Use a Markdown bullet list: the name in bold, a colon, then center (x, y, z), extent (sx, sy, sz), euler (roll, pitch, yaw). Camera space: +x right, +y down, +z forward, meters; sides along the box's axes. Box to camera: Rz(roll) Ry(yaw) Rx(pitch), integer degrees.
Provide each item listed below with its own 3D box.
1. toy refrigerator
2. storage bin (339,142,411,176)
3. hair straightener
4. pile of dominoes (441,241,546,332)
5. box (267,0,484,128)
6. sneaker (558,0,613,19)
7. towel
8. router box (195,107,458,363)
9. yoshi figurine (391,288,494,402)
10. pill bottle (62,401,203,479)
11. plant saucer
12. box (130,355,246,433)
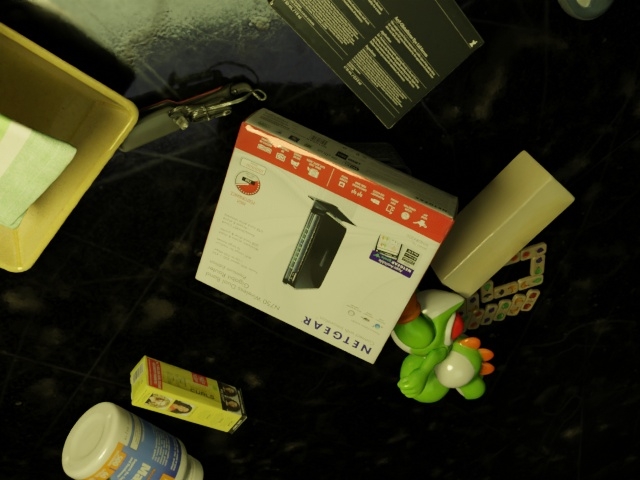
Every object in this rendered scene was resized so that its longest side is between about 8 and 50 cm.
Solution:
- **toy refrigerator**: center (0.329, -0.025, 1.157), extent (0.094, 0.102, 0.269), euler (31, 111, -34)
- **storage bin**: center (0.070, -0.069, 1.054), extent (0.122, 0.084, 0.180), euler (-3, 127, -16)
- **hair straightener**: center (-0.187, -0.175, 0.888), extent (0.230, 0.089, 0.047), euler (-16, 127, -6)
- **pile of dominoes**: center (0.370, 0.122, 1.321), extent (0.251, 0.040, 0.196), euler (-17, 129, -4)
- **box**: center (0.074, -0.315, 0.858), extent (0.184, 0.103, 0.261), euler (-39, 127, 17)
- **sneaker**: center (0.390, -0.443, 0.843), extent (0.112, 0.131, 0.319), euler (-21, 129, -2)
- **towel**: center (-0.478, -0.115, 0.699), extent (0.324, 0.038, 0.247), euler (25, 147, -32)
- **router box**: center (0.000, 0.000, 0.978), extent (0.335, 0.082, 0.301), euler (25, 121, 4)
- **yoshi figurine**: center (0.186, 0.212, 1.219), extent (0.362, 0.203, 0.204), euler (48, 67, -28)
- **pill bottle**: center (-0.370, 0.453, 1.261), extent (0.152, 0.152, 0.272), euler (-36, 127, 11)
- **plant saucer**: center (-0.470, -0.151, 0.822), extent (0.332, 0.081, 0.333), euler (31, 112, -33)
- **box**: center (-0.261, 0.310, 1.232), extent (0.232, 0.087, 0.058), euler (29, 111, -31)
